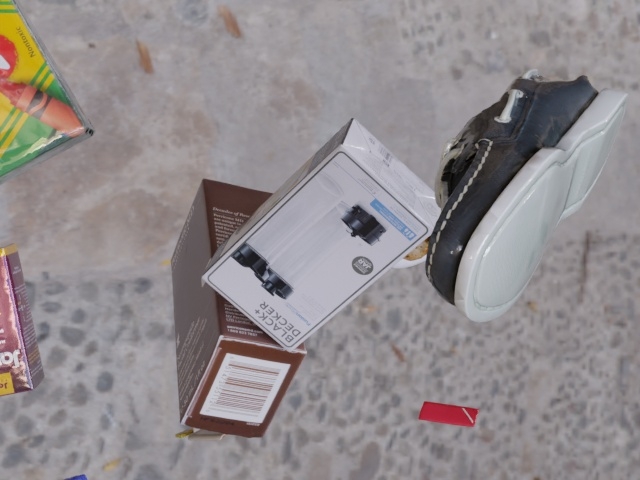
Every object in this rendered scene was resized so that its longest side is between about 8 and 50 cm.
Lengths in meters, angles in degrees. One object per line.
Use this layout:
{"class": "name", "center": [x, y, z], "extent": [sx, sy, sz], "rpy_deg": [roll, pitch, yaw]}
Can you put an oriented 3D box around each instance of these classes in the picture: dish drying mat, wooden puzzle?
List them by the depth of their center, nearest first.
{"class": "dish drying mat", "center": [0.185, 0.250, 1.473], "extent": [0.008, 0.083, 0.032], "rpy_deg": [66, 37, -46]}
{"class": "wooden puzzle", "center": [-0.192, 0.343, 1.816], "extent": [0.078, 0.116, 0.014], "rpy_deg": [-19, 103, -62]}

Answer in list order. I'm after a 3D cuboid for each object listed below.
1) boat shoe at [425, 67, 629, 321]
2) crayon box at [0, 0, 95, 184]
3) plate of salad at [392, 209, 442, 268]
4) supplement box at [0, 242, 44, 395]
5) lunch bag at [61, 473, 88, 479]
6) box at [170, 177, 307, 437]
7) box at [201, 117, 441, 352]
{"class": "boat shoe", "center": [0.128, -0.042, 0.707], "extent": [0.302, 0.091, 0.114], "rpy_deg": [-35, 142, -55]}
{"class": "crayon box", "center": [-0.409, -0.115, 0.985], "extent": [0.318, 0.081, 0.202], "rpy_deg": [-30, 95, -3]}
{"class": "plate of salad", "center": [0.184, -0.013, 1.471], "extent": [0.199, 0.200, 0.048], "rpy_deg": [-11, 59, -44]}
{"class": "supplement box", "center": [-0.433, 0.106, 1.321], "extent": [0.104, 0.081, 0.188], "rpy_deg": [-11, 95, -4]}
{"class": "lunch bag", "center": [-0.342, 0.383, 1.283], "extent": [0.128, 0.096, 0.151], "rpy_deg": [-11, 97, -42]}
{"class": "box", "center": [-0.138, 0.094, 1.586], "extent": [0.143, 0.191, 0.381], "rpy_deg": [13, 34, -19]}
{"class": "box", "center": [0.000, 0.000, 1.341], "extent": [0.169, 0.290, 0.087], "rpy_deg": [42, 31, -12]}
